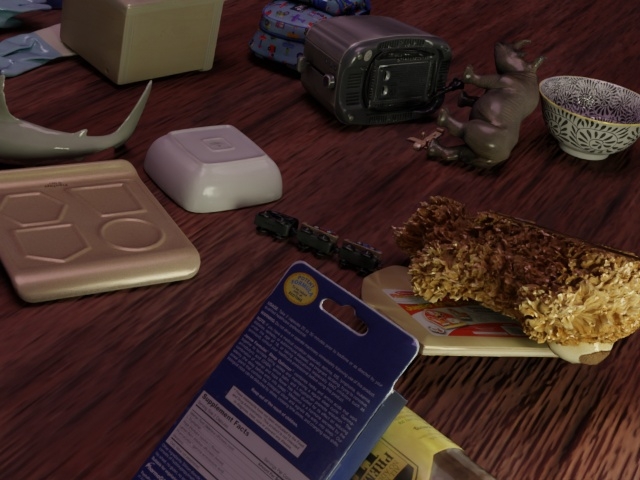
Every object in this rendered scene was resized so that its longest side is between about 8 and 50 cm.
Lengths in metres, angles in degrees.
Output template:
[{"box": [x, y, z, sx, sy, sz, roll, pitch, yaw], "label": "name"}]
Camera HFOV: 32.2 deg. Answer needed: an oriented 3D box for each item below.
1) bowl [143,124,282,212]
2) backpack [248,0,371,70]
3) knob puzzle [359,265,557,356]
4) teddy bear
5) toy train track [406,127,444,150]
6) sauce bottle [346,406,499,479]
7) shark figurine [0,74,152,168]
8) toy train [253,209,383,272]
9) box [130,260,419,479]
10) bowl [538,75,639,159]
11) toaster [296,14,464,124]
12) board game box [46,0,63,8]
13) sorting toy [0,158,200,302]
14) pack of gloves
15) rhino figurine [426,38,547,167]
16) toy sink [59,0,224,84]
[{"box": [-0.124, -0.092, 1.315, 0.142, 0.053, 0.142, -10, 35, -34], "label": "bowl"}, {"box": [-0.023, -0.332, 1.704, 0.158, 0.117, 0.173, 24, 35, 25], "label": "backpack"}, {"box": [0.121, 0.076, 1.113, 0.213, 0.030, 0.213, 12, 18, -4], "label": "knob puzzle"}, {"box": [0.205, 0.037, 1.111, 0.245, 0.113, 0.338, 8, 10, -42], "label": "teddy bear"}, {"box": [0.151, -0.143, 1.527, 0.048, 0.014, 0.083, 23, 31, 22], "label": "toy train track"}, {"box": [0.064, 0.189, 0.816, 0.111, 0.111, 0.344, -18, 38, -40], "label": "sauce bottle"}, {"box": [-0.338, -0.141, 1.276, 0.278, 0.116, 0.166, 4, 31, -8], "label": "shark figurine"}, {"box": [0.000, 0.000, 1.218, 0.158, 0.027, 0.036, 22, 20, 21], "label": "toy train"}, {"box": [-0.033, 0.137, 0.804, 0.136, 0.225, 0.036, 34, -5, 36], "label": "box"}, {"box": [0.383, -0.165, 1.570, 0.170, 0.080, 0.170, 8, 30, -4], "label": "bowl"}, {"box": [0.080, -0.249, 1.577, 0.227, 0.129, 0.146, -11, 33, -31], "label": "toaster"}, {"box": [-0.560, -0.475, 1.667, 0.347, 0.233, 0.078, -4, 32, -23], "label": "board game box"}, {"box": [-0.250, -0.011, 1.155, 0.193, 0.038, 0.208, -8, 39, -29], "label": "sorting toy"}, {"box": [-0.452, -0.293, 1.594, 0.195, 0.046, 0.232, 39, 38, 19], "label": "pack of gloves"}, {"box": [0.241, -0.193, 1.511, 0.106, 0.073, 0.243, 22, 58, 16], "label": "rhino figurine"}, {"box": [-0.233, -0.324, 1.600, 0.234, 0.131, 0.153, -21, 47, -41], "label": "toy sink"}]
